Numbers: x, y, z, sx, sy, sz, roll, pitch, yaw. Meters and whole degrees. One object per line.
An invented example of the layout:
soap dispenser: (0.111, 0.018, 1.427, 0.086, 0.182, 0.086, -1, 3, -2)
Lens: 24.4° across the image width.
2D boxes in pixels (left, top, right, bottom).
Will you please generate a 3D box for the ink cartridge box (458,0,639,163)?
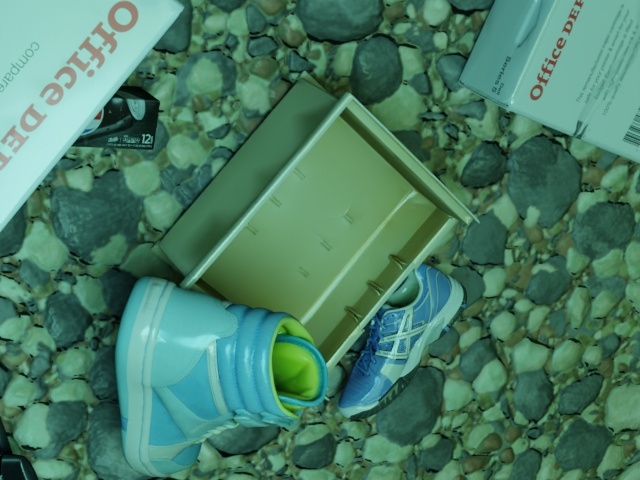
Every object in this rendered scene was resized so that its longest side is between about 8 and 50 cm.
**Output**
ink cartridge box: (0.323, -0.215, 1.702, 0.272, 0.115, 0.198, 18, 102, -33)

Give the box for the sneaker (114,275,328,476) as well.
sneaker: (-0.097, 0.171, 1.542, 0.208, 0.127, 0.319, 11, 147, 6)

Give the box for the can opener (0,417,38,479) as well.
can opener: (-0.350, 0.205, 1.565, 0.073, 0.059, 0.186, -14, 110, 8)

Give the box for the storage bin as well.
storage bin: (0.000, 0.000, 1.618, 0.262, 0.123, 0.260, -50, 124, -1)

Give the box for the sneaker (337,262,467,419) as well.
sneaker: (0.081, 0.116, 1.747, 0.081, 0.080, 0.211, 41, 79, -28)

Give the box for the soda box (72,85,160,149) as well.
soda box: (-0.249, -0.125, 1.468, 0.168, 0.060, 0.053, 0, 110, -28)

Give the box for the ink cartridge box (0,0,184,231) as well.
ink cartridge box: (-0.354, -0.216, 1.239, 0.395, 0.166, 0.285, 40, 89, -15)
